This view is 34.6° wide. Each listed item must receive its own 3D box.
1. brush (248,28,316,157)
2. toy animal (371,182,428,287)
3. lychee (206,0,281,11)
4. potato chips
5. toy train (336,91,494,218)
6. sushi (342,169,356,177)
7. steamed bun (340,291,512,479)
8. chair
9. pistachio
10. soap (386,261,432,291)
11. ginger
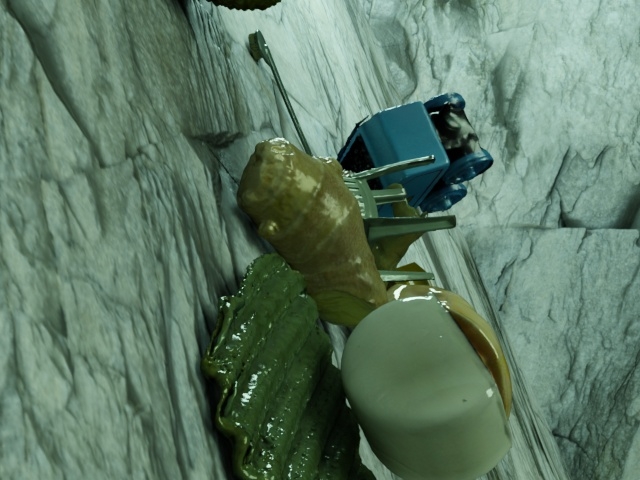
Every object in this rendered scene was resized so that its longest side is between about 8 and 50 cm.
[{"bbox_3d":[-0.070,-0.260,1.884,0.062,0.027,0.266,-75,143,-68],"label":"brush"},{"bbox_3d":[0.124,0.016,1.870,0.103,0.218,0.101,24,16,-46],"label":"toy animal"},{"bbox_3d":[-0.122,-0.485,1.582,0.320,0.270,0.270,-25,91,-42],"label":"lychee"},{"bbox_3d":[-0.016,0.201,1.215,0.358,0.070,0.429,61,14,-11],"label":"potato chips"},{"bbox_3d":[0.176,-0.153,2.023,0.300,0.265,0.188,121,-50,-65],"label":"toy train"},{"bbox_3d":[0.044,-0.076,1.874,0.090,0.078,0.150,67,15,6],"label":"sushi"},{"bbox_3d":[0.119,0.190,1.282,0.241,0.164,0.146,-121,-173,-55],"label":"steamed bun"},{"bbox_3d":[0.063,-0.048,1.672,0.190,0.275,0.203,113,-34,-53],"label":"chair"},{"bbox_3d":[0.180,0.214,1.651,0.230,0.230,0.308,-8,79,-76],"label":"pistachio"},{"bbox_3d":[0.182,0.157,1.919,0.140,0.073,0.232,121,-49,-66],"label":"soap"},{"bbox_3d":[0.000,0.000,1.472,0.190,0.126,0.354,-52,126,-42],"label":"ginger"}]
